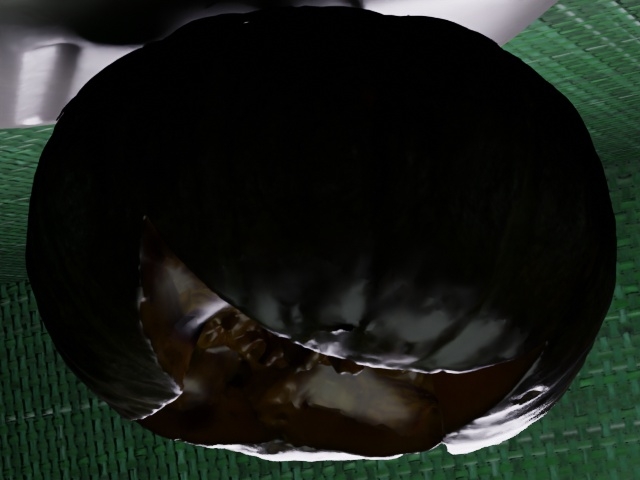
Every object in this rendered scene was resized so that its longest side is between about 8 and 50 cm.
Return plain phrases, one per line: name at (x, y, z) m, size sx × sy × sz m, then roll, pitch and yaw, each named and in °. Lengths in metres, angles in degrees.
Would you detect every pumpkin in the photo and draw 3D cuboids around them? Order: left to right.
pumpkin at (0.001, -0.003, 0.713) m, size 0.238 × 0.159 × 0.238 m, roll 6°, pitch 159°, yaw 2°

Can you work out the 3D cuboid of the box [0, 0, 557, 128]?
box at (-0.042, -0.143, 0.771) m, size 0.349 × 0.141 × 0.288 m, roll -8°, pitch 175°, yaw -12°
